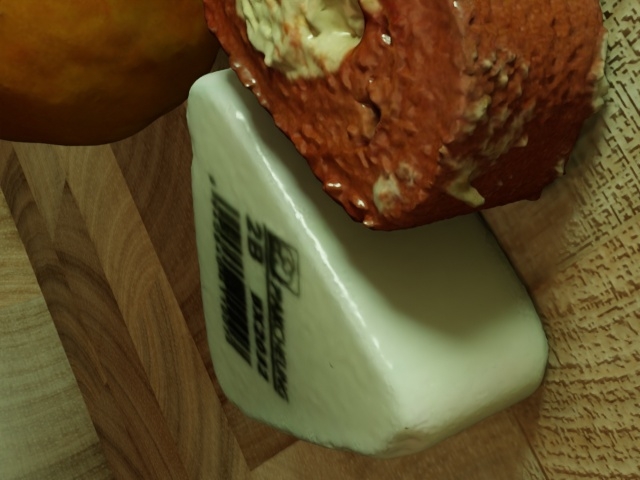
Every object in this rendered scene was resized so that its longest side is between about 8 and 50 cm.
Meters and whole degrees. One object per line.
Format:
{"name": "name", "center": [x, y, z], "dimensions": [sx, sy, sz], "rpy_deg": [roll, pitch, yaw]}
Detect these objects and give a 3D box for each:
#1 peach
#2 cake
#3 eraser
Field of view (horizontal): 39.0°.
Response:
{"name": "peach", "center": [-0.253, -0.254, 0.820], "dimensions": [0.343, 0.302, 0.342], "rpy_deg": [-14, 64, 30]}
{"name": "cake", "center": [0.048, -0.139, 0.568], "dimensions": [0.283, 0.151, 0.177], "rpy_deg": [57, 138, 26]}
{"name": "eraser", "center": [0.000, 0.000, 0.737], "dimensions": [0.331, 0.150, 0.331], "rpy_deg": [38, 136, 48]}
